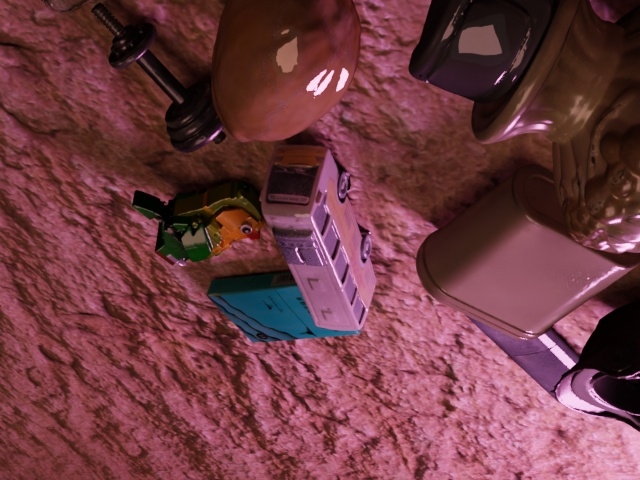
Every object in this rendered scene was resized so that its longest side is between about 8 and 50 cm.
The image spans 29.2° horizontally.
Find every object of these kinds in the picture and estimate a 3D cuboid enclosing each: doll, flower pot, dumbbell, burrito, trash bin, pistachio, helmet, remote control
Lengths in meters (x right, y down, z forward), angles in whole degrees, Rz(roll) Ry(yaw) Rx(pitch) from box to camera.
[{"bbox_3d":[-0.179,-0.034,1.892,0.186,0.106,0.134,-11,128,9],"label":"doll"},{"bbox_3d":[0.312,-0.151,1.327,0.244,0.307,0.307,25,146,-6],"label":"flower pot"},{"bbox_3d":[-0.212,-0.220,1.638,0.110,0.110,0.254,-15,130,39],"label":"dumbbell"},{"bbox_3d":[-0.294,-0.327,1.557,0.188,0.045,0.058,-10,114,38],"label":"burrito"},{"bbox_3d":[0.175,-0.260,1.281,0.101,0.236,0.177,20,148,-6],"label":"trash bin"},{"bbox_3d":[-0.044,-0.230,1.492,0.181,0.162,0.293,35,150,2],"label":"pistachio"},{"bbox_3d":[0.297,0.019,1.765,0.243,0.121,0.247,25,142,-15],"label":"trash bin"},{"bbox_3d":[0.514,0.176,1.851,0.305,0.177,0.225,6,155,25],"label":"helmet"},{"bbox_3d":[0.336,0.160,2.021,0.107,0.044,0.377,-12,138,43],"label":"remote control"}]

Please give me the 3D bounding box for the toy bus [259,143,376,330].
[{"bbox_3d":[0.000,0.000,1.837,0.097,0.138,0.342,5,148,20],"label":"toy bus"}]

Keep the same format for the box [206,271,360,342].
[{"bbox_3d":[-0.062,0.115,2.122,0.226,0.042,0.161,-7,140,31],"label":"box"}]
